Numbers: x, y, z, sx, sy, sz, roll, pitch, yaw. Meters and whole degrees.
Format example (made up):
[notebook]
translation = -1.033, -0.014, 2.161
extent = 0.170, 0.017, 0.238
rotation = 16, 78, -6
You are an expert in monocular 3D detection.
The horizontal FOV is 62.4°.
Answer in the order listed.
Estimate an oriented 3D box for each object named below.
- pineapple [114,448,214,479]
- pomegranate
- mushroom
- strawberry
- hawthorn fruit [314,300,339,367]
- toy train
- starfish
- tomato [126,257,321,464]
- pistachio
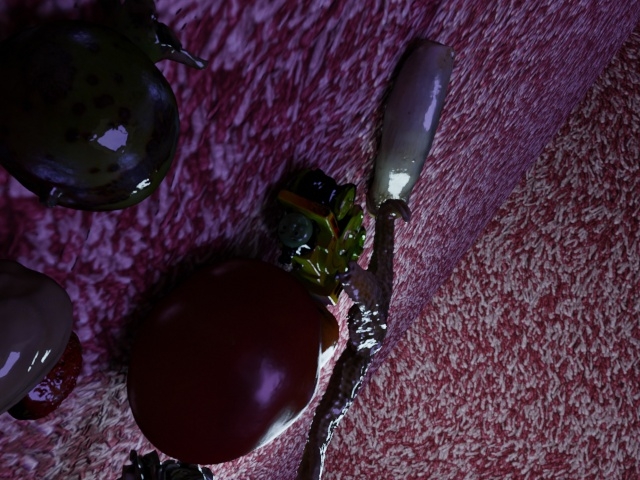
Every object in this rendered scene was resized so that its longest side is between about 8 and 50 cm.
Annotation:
[pineapple]
translation = -0.267, 0.409, 0.733
extent = 0.272, 0.262, 0.262
rotation = -47, 159, 15
[pomegranate]
translation = -0.160, -0.103, 0.388
extent = 0.169, 0.148, 0.148
rotation = -57, 158, -7
[mushroom]
translation = 0.149, -0.177, 0.924
extent = 0.351, 0.094, 0.123
rotation = 104, 13, -46
[strawberry]
translation = -0.286, 0.126, 0.533
extent = 0.106, 0.106, 0.106
rotation = -41, 155, -24
[hawthorn fruit]
translation = -0.014, 0.141, 1.034
extent = 0.285, 0.165, 0.165
rotation = -48, 161, -44
[toy train]
translation = 0.000, 0.000, 0.857
extent = 0.161, 0.100, 0.296
rotation = -60, 160, -15
[starfish]
translation = 0.062, 0.125, 0.802
extent = 0.432, 0.082, 0.324
rotation = -57, 162, -57
[tomato]
translation = -0.122, 0.171, 0.745
extent = 0.298, 0.226, 0.299
rotation = -37, 152, -24
[pistachio]
translation = -0.306, 0.105, 0.422
extent = 0.226, 0.136, 0.136
rotation = -40, 156, -8
